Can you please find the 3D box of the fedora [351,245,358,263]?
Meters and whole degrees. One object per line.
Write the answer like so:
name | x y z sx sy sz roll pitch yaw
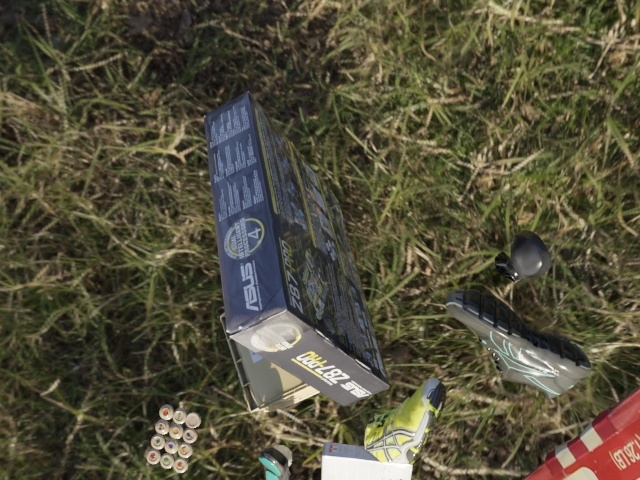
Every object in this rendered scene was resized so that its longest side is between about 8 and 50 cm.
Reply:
fedora | 0.000 0.000 1.426 0.194 0.194 0.079 26 119 20

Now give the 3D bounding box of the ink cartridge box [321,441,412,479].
ink cartridge box | 0.092 0.483 1.314 0.180 0.045 0.145 3 120 3

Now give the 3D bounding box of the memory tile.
memory tile | -0.360 0.485 1.577 0.113 0.012 0.147 13 83 13

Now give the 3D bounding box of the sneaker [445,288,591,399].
sneaker | 0.322 0.182 1.099 0.267 0.101 0.106 31 119 2

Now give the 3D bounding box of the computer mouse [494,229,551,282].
computer mouse | 0.299 0.033 1.001 0.041 0.242 0.071 -23 81 -1

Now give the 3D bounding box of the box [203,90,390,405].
box | -0.036 0.016 0.972 0.097 0.318 0.394 -24 53 15

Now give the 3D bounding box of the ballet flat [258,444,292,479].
ballet flat | -0.096 0.501 1.451 0.074 0.203 0.074 -1 51 1

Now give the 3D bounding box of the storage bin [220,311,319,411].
storage bin | -0.077 0.238 1.511 0.260 0.123 0.262 -31 69 25

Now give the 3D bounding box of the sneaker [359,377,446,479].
sneaker | 0.191 0.488 1.627 0.147 0.145 0.384 34 118 19

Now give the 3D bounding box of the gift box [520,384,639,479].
gift box | 0.269 0.136 0.310 0.258 0.255 0.276 -9 58 -25
